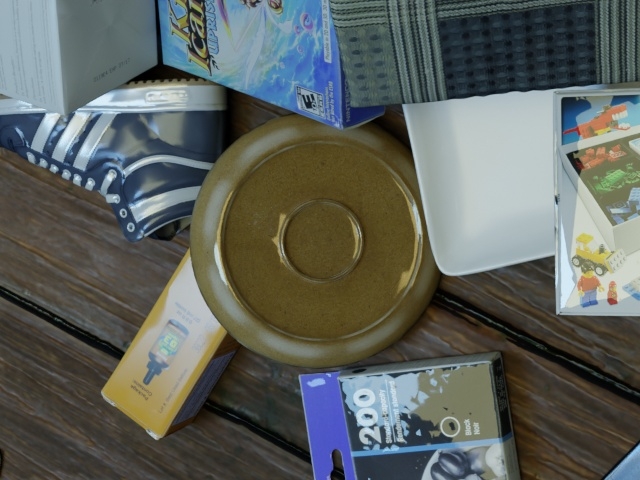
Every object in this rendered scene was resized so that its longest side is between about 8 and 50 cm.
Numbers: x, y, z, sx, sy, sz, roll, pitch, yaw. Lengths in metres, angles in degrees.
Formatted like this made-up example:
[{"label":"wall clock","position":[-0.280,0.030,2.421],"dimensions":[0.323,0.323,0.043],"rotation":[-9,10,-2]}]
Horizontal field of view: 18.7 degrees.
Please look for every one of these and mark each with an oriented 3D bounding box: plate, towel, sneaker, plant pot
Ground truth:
[{"label":"plate","position":[0.208,-0.127,1.713],"dimensions":[0.278,0.045,0.277],"rotation":[-12,92,22]},{"label":"towel","position":[0.156,-0.223,1.517],"dimensions":[0.312,0.324,0.056],"rotation":[-6,58,4]},{"label":"sneaker","position":[-0.220,-0.071,1.861],"dimensions":[0.282,0.099,0.153],"rotation":[-3,93,19]},{"label":"plant pot","position":[0.000,0.000,1.759],"dimensions":[0.236,0.032,0.236],"rotation":[0,92,-5]}]

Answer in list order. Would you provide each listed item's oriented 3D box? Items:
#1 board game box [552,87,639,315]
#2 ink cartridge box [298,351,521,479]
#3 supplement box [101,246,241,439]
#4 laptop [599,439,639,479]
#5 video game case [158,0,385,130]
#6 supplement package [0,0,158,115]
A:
[{"label":"board game box","position":[0.346,-0.033,1.609],"dimensions":[0.305,0.053,0.193],"rotation":[0,93,23]},{"label":"ink cartridge box","position":[0.081,0.216,1.803],"dimensions":[0.208,0.045,0.206],"rotation":[-8,93,24]},{"label":"supplement box","position":[-0.111,0.073,1.846],"dimensions":[0.078,0.080,0.233],"rotation":[37,106,13]},{"label":"laptop","position":[0.465,0.248,1.558],"dimensions":[0.236,0.408,0.382],"rotation":[33,111,-20]},{"label":"video game case","position":[-0.053,-0.255,1.701],"dimensions":[0.244,0.061,0.269],"rotation":[24,128,42]},{"label":"supplement package","position":[-0.289,-0.228,1.808],"dimensions":[0.244,0.139,0.133],"rotation":[19,126,29]}]
